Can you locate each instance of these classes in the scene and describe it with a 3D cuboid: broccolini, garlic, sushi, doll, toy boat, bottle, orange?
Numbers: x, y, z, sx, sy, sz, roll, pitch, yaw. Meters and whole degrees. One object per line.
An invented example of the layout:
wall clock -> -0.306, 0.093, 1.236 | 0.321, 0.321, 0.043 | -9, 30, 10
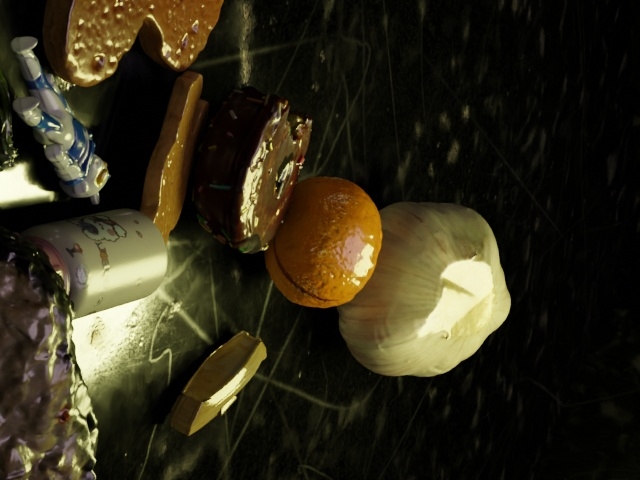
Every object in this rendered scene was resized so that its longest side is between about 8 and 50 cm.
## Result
broccolini -> -0.333, -0.172, 1.173 | 0.067, 0.058, 0.216 | -20, 108, -62
garlic -> 0.152, 0.078, 1.984 | 0.317, 0.259, 0.317 | -3, 96, -30
sushi -> -0.312, 0.158, 1.112 | 0.171, 0.211, 0.350 | -125, -145, -70
doll -> -0.269, -0.111, 1.270 | 0.227, 0.057, 0.114 | 77, -3, -58
toy boat -> -0.136, 0.198, 1.668 | 0.206, 0.064, 0.072 | -42, 150, -50
bottle -> -0.270, 0.031, 1.285 | 0.233, 0.110, 0.110 | -16, 114, -60
orange -> 0.000, 0.000, 1.734 | 0.193, 0.161, 0.193 | -161, -90, -76

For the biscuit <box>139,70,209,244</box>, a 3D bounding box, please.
biscuit -> -0.181, -0.080, 1.450 | 0.144, 0.040, 0.236 | 73, 32, -67

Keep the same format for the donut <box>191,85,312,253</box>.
donut -> -0.093, -0.093, 1.576 | 0.230, 0.096, 0.216 | -25, 134, -73

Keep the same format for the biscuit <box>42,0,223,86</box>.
biscuit -> -0.203, -0.280, 1.366 | 0.277, 0.052, 0.262 | 24, 83, -64
